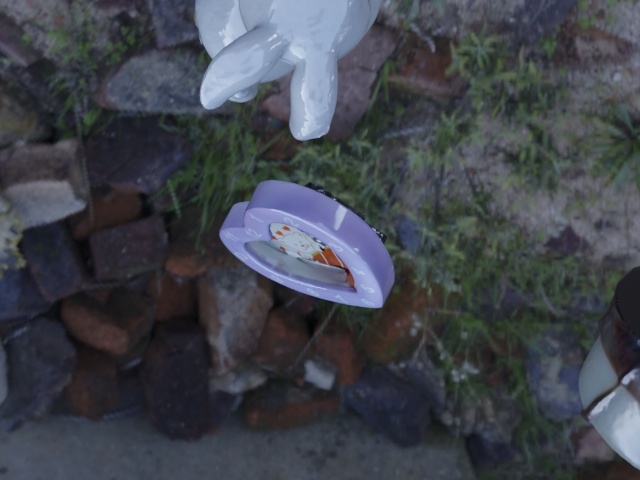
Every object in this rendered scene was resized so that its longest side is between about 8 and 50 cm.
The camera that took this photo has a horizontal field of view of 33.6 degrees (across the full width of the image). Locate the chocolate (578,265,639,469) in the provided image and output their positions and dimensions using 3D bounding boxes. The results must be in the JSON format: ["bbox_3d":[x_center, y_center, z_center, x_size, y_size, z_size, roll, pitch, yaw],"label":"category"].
[{"bbox_3d":[0.450,0.184,1.333,0.284,0.283,0.186,21,130,-4],"label":"chocolate"}]

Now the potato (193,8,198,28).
[{"bbox_3d":[-0.096,-0.257,1.217,0.092,0.070,0.138,-14,165,4],"label":"potato"}]

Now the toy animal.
[{"bbox_3d":[-0.039,-0.190,0.938,0.127,0.193,0.178,25,98,-29],"label":"toy animal"}]

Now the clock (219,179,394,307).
[{"bbox_3d":[0.000,0.000,1.026,0.172,0.064,0.198,30,160,-12],"label":"clock"}]
